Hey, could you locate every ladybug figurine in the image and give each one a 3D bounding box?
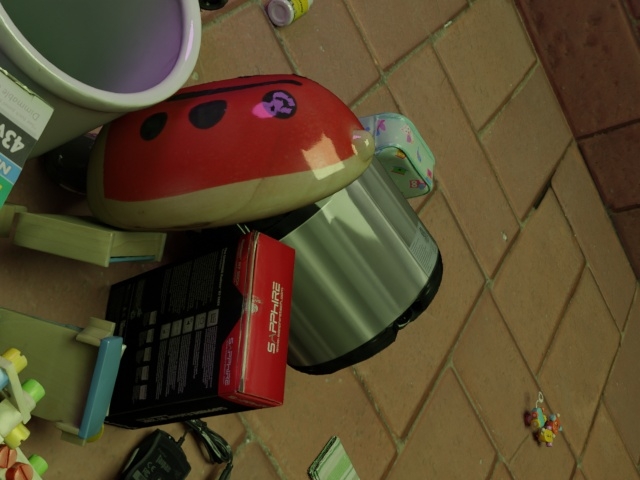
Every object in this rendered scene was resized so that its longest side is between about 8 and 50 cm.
[{"bbox_3d":[-0.140,-0.132,1.169,0.305,0.449,0.162,-57,137,-58],"label":"ladybug figurine"}]

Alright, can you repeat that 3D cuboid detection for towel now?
[{"bbox_3d":[0.041,0.488,1.672,0.113,0.023,0.152,-44,111,-47],"label":"towel"}]

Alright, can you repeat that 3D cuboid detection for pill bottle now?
[{"bbox_3d":[-0.064,-0.528,1.863,0.065,0.065,0.116,60,40,-16],"label":"pill bottle"}]

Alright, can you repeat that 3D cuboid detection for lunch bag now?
[{"bbox_3d":[0.091,-0.158,1.757,0.224,0.279,0.108,41,48,-49],"label":"lunch bag"}]

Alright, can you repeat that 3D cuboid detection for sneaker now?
[{"bbox_3d":[-0.298,-0.140,1.368,0.281,0.162,0.107,1,77,-50],"label":"sneaker"}]

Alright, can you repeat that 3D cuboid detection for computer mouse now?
[{"bbox_3d":[-0.239,0.390,1.344,0.184,0.060,0.262,51,32,-20],"label":"computer mouse"}]

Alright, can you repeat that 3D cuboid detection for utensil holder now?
[{"bbox_3d":[-0.406,-0.277,1.109,0.327,0.385,0.328,19,64,-45],"label":"utensil holder"}]

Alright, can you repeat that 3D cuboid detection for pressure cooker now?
[{"bbox_3d":[-0.026,-0.024,1.477,0.375,0.370,0.420,-39,110,-5],"label":"pressure cooker"}]

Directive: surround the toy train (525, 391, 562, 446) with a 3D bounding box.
[{"bbox_3d":[0.631,0.514,2.360,0.166,0.046,0.125,53,42,-29],"label":"toy train"}]

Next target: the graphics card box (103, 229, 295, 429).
[{"bbox_3d":[-0.196,0.145,1.228,0.094,0.370,0.233,25,58,-40],"label":"graphics card box"}]

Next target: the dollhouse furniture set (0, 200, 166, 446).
[{"bbox_3d":[-0.397,0.111,1.203,0.198,0.286,0.304,4,99,-79],"label":"dollhouse furniture set"}]

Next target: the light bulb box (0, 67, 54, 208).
[{"bbox_3d":[-0.558,-0.117,0.890,0.358,0.361,0.225,41,49,-35],"label":"light bulb box"}]

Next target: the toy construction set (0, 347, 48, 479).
[{"bbox_3d":[-0.400,0.284,1.041,0.151,0.215,0.328,-33,113,-50],"label":"toy construction set"}]

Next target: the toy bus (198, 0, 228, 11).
[{"bbox_3d":[-0.285,-0.482,1.468,0.211,0.220,0.150,10,66,-42],"label":"toy bus"}]
